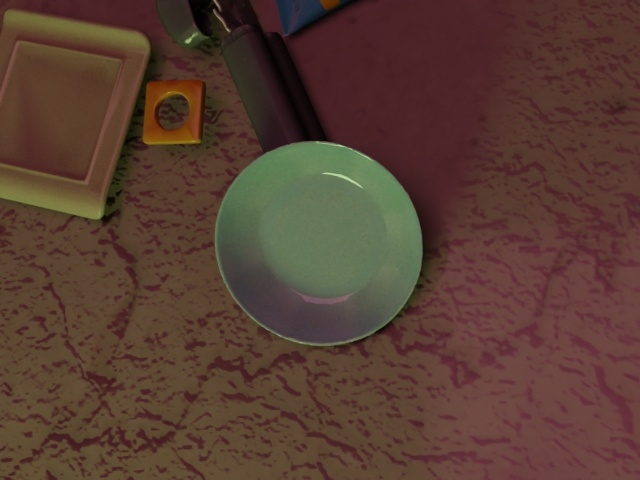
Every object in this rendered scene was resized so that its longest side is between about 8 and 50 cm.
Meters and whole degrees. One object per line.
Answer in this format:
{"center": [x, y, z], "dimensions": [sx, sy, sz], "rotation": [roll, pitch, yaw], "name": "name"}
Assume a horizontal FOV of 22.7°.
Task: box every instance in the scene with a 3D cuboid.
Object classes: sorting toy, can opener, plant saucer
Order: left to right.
{"center": [-0.267, -0.129, 1.638], "dimensions": [0.348, 0.047, 0.196], "rotation": [13, 86, 23], "name": "sorting toy"}
{"center": [-0.080, -0.167, 1.564], "dimensions": [0.095, 0.076, 0.283], "rotation": [-32, 68, 25], "name": "can opener"}
{"center": [0.000, 0.000, 1.479], "dimensions": [0.195, 0.037, 0.195], "rotation": [2, 104, 9], "name": "plant saucer"}

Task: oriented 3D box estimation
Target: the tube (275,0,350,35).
{"center": [0.045, -0.274, 1.556], "dimensions": [0.207, 0.052, 0.080], "rotation": [-23, 59, 20], "name": "tube"}
